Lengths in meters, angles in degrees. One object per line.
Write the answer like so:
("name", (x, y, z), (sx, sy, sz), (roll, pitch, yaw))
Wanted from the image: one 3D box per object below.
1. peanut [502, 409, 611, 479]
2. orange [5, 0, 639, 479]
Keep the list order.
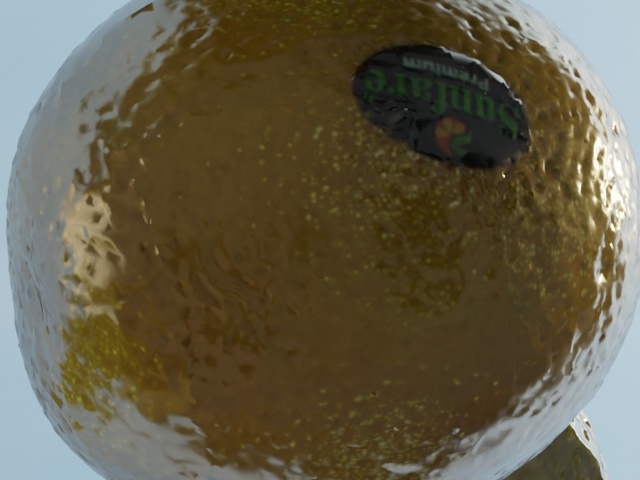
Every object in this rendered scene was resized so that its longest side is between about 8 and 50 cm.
("peanut", (0.075, 0.082, 0.901), (0.093, 0.083, 0.194), (-47, -61, -35))
("orange", (0.000, 0.000, 0.717), (0.236, 0.236, 0.236), (1, -95, -16))
